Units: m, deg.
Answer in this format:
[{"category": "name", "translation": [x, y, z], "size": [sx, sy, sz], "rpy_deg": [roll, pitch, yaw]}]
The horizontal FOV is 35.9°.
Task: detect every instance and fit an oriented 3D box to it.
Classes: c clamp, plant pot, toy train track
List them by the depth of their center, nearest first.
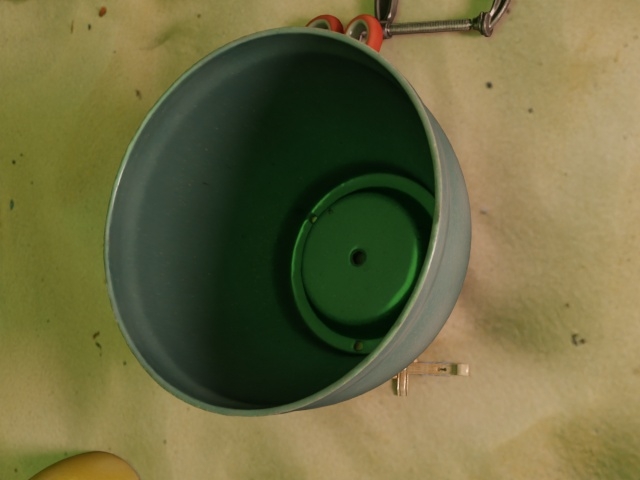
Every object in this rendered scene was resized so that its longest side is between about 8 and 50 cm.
[{"category": "plant pot", "translation": [0.000, 0.000, 0.804], "size": [0.293, 0.196, 0.293], "rpy_deg": [-7, 75, 29]}, {"category": "toy train track", "translation": [0.086, 0.109, 0.842], "size": [0.083, 0.014, 0.048], "rpy_deg": [-2, 79, 27]}, {"category": "c clamp", "translation": [0.103, -0.211, 0.899], "size": [0.161, 0.022, 0.137], "rpy_deg": [-3, 73, 29]}, {"category": "plant pot", "translation": [-0.246, 0.269, 0.938], "size": [0.134, 0.095, 0.134], "rpy_deg": [-6, 77, 28]}]

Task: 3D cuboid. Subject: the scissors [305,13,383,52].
[{"category": "scissors", "translation": [-0.038, -0.084, 0.929], "size": [0.109, 0.021, 0.297], "rpy_deg": [33, 96, 45]}]
